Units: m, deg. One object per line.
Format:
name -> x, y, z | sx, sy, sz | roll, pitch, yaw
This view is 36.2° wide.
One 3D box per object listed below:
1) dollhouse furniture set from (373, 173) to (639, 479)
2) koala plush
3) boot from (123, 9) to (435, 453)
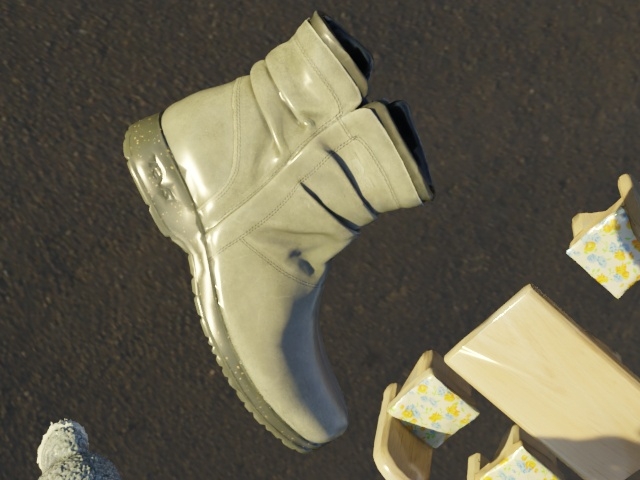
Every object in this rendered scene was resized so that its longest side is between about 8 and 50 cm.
dollhouse furniture set -> 0.302, 0.219, 0.943 | 0.394, 0.256, 0.362 | 40, 115, -9
koala plush -> -0.278, 0.327, 1.073 | 0.203, 0.196, 0.221 | 8, 113, -31
boot -> 0.000, 0.000, 0.593 | 0.161, 0.083, 0.246 | -24, 97, 16
